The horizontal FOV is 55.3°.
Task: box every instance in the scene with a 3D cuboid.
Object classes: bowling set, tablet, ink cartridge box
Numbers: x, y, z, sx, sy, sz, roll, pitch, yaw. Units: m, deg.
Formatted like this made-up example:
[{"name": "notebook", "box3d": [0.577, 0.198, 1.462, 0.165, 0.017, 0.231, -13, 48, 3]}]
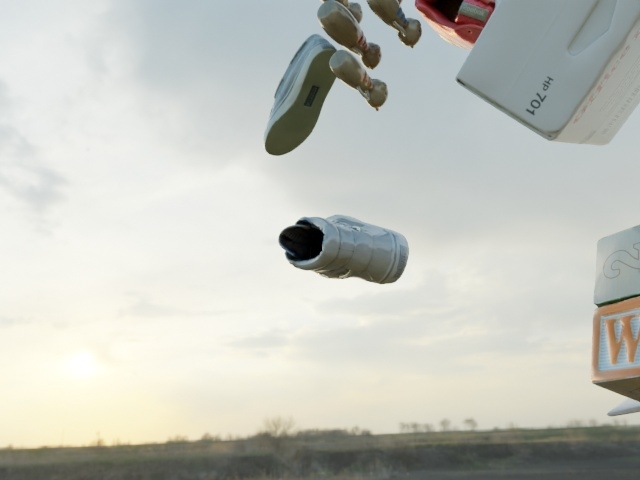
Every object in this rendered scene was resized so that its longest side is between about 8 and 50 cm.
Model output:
[{"name": "bowling set", "box3d": [0.102, -0.360, 0.961, 0.199, 0.287, 0.154, -27, -32, 27]}, {"name": "tablet", "box3d": [0.229, 0.101, 0.406, 0.083, 0.006, 0.054, -1, -20, -47]}, {"name": "ink cartridge box", "box3d": [0.193, -0.144, 0.426, 0.190, 0.082, 0.140, -9, -46, -54]}]

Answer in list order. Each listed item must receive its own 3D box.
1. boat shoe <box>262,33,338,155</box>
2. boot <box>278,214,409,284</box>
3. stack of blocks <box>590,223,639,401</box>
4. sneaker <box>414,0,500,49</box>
[{"name": "boat shoe", "box3d": [-0.040, -0.254, 1.071, 0.079, 0.081, 0.227, 9, -50, -33]}, {"name": "boot", "box3d": [0.000, 0.000, 0.809, 0.123, 0.095, 0.258, 14, -4, -24]}, {"name": "stack of blocks", "box3d": [0.286, 0.025, 0.238, 0.171, 0.087, 0.297, 24, -26, -18]}, {"name": "sneaker", "box3d": [0.266, -0.312, 0.905, 0.136, 0.116, 0.314, -2, 27, -47]}]
